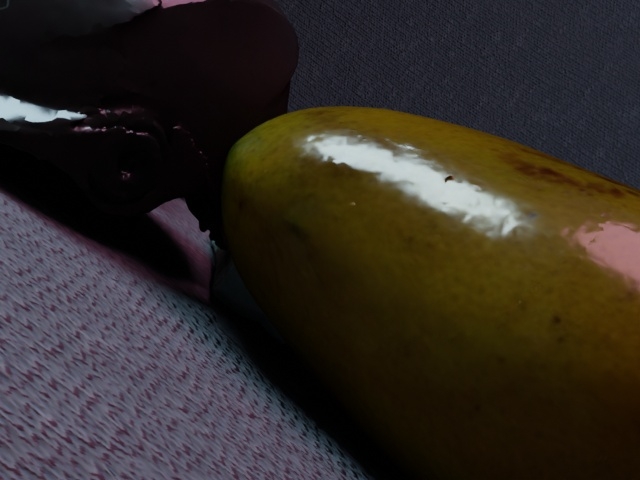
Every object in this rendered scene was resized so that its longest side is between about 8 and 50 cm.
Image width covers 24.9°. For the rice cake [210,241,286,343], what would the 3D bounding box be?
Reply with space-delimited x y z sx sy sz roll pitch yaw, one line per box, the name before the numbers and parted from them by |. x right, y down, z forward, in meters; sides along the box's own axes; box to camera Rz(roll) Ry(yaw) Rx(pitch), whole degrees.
rice cake | -0.040 0.024 1.057 0.080 0.042 0.222 31 7 -10

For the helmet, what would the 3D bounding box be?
helmet | -0.135 -0.128 0.944 0.225 0.177 0.305 37 8 34

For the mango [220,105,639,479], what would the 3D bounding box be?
mango | 0.106 0.046 0.877 0.378 0.221 0.264 33 17 12
